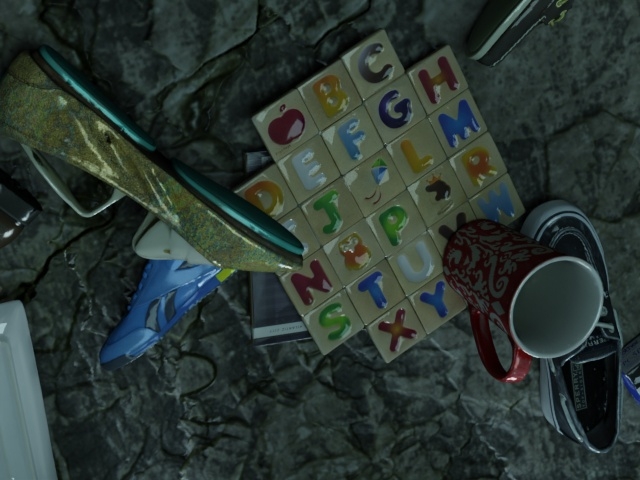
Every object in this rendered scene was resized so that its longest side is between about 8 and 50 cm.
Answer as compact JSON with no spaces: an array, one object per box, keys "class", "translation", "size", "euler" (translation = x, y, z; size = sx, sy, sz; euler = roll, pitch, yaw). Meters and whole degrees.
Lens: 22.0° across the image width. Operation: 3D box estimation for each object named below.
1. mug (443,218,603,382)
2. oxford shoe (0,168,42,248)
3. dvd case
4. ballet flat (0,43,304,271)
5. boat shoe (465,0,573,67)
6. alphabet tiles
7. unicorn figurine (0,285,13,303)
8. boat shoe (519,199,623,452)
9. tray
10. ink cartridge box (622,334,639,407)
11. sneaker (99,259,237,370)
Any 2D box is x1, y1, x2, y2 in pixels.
[{"class":"mug","translation":[0.197,0.057,1.766],"size":[0.150,0.169,0.113],"euler":[-48,121,-3]},{"class":"oxford shoe","translation":[-0.385,-0.061,1.595],"size":[0.227,0.083,0.096],"euler":[40,97,-25]},{"class":"dvd case","translation":[0.000,0.000,1.782],"size":[0.164,0.018,0.221],"euler":[-8,110,-17]},{"class":"ballet flat","translation":[-0.178,-0.051,1.632],"size":[0.348,0.123,0.123],"euler":[37,94,-12]},{"class":"boat shoe","translation":[0.243,-0.268,1.733],"size":[0.069,0.081,0.228],"euler":[37,92,-22]},{"class":"alphabet tiles","translation":[0.069,-0.042,1.775],"size":[0.285,0.011,0.342],"euler":[-34,118,-10]},{"class":"unicorn figurine","translation":[-0.367,0.074,1.660],"size":[0.111,0.060,0.162],"euler":[-15,121,-3]},{"class":"boat shoe","translation":[0.293,0.103,1.870],"size":[0.108,0.102,0.301],"euler":[-13,113,-15]},{"class":"tray","translation":[-0.353,0.190,1.686],"size":[0.145,0.030,0.270],"euler":[-14,127,-14]},{"class":"ink cartridge box","translation":[0.454,0.120,1.964],"size":[0.207,0.046,0.097],"euler":[-38,117,-3]},{"class":"sneaker","translation":[-0.165,0.046,1.721],"size":[0.209,0.069,0.082],"euler":[-43,103,0]}]
